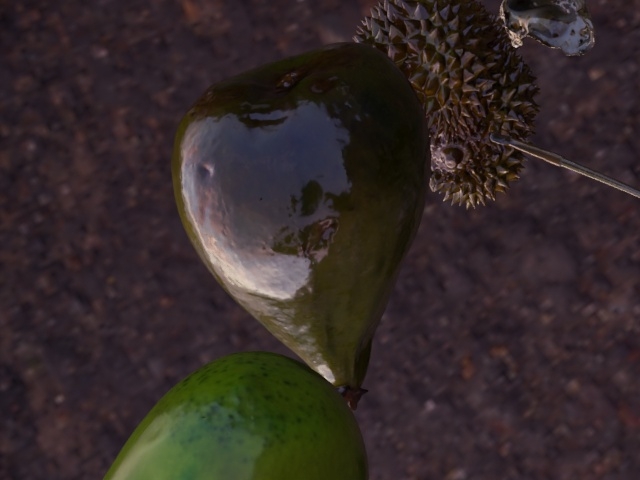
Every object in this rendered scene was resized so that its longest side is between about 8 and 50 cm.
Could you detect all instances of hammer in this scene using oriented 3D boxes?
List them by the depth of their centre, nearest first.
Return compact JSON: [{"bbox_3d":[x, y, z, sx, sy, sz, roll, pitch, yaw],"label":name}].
[{"bbox_3d":[0.146,-0.036,1.049,0.123,0.029,0.014,25,94,26],"label":"hammer"}]

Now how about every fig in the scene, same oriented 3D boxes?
[{"bbox_3d":[0.004,-0.003,0.971,0.126,0.133,0.185,162,87,-75],"label":"fig"}]

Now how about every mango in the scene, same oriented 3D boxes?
[{"bbox_3d":[-0.035,0.116,0.627,0.089,0.117,0.163,34,95,31],"label":"mango"}]

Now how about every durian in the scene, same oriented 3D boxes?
[{"bbox_3d":[0.089,-0.115,1.424,0.137,0.168,0.158,-15,140,8],"label":"durian"}]

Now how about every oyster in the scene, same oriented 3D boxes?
[{"bbox_3d":[0.175,-0.163,1.468,0.083,0.038,0.081,51,131,19],"label":"oyster"}]
